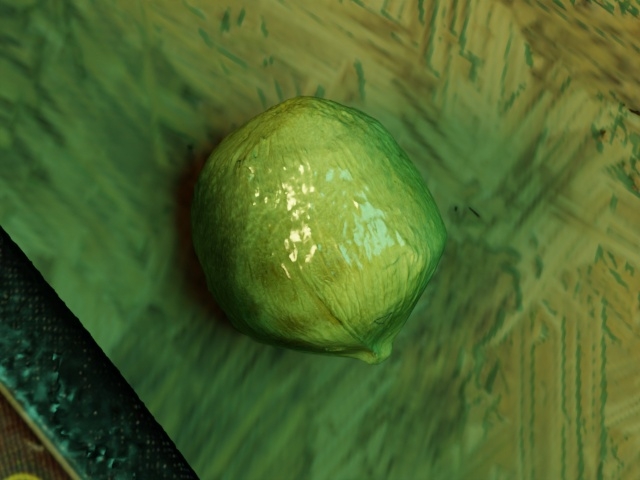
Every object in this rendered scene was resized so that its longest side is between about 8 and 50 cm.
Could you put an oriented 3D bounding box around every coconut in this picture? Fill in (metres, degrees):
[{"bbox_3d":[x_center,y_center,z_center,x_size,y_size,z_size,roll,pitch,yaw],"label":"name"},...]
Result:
[{"bbox_3d":[0.000,0.000,0.614,0.088,0.088,0.096,-32,98,-34],"label":"coconut"}]

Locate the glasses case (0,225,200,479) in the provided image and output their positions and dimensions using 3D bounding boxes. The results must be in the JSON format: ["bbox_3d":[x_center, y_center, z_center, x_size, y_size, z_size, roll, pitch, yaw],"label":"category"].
[{"bbox_3d":[-0.114,0.047,0.502,0.082,0.122,0.321,-47,113,-29],"label":"glasses case"}]
